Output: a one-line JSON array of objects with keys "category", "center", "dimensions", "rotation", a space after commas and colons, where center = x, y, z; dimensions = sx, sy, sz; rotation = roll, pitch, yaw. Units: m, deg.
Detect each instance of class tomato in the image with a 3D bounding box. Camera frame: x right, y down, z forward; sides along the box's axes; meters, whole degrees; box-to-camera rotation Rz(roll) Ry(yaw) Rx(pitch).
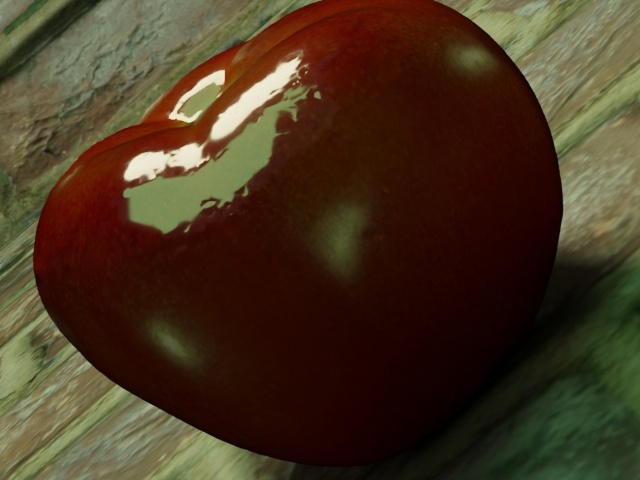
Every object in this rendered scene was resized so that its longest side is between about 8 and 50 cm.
[{"category": "tomato", "center": [0.000, 0.000, 0.707], "dimensions": [0.298, 0.226, 0.298], "rotation": [-31, 13, 8]}]
